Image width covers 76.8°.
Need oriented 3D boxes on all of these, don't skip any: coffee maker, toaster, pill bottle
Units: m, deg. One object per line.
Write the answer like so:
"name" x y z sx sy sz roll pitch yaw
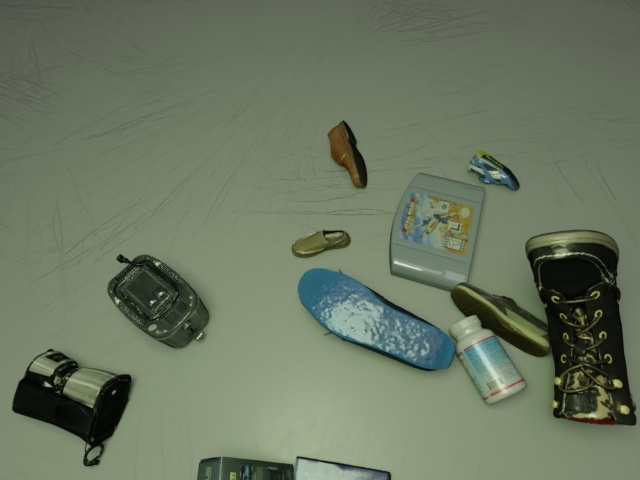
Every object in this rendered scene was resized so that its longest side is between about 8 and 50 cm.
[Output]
"coffee maker" -0.494 0.322 0.792 0.178 0.120 0.171 13 63 11
"toaster" -0.347 0.133 0.873 0.227 0.146 0.129 33 67 19
"pill bottle" 0.329 0.236 0.812 0.087 0.087 0.160 -21 62 -8

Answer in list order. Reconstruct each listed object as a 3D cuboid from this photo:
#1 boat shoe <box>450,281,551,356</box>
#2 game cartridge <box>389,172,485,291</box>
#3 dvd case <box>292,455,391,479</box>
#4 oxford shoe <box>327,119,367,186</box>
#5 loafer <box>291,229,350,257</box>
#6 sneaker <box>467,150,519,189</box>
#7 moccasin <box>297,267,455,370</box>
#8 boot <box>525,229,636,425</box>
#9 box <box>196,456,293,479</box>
"boat shoe" 0.387 0.156 0.863 0.223 0.080 0.073 35 59 13
"game cartridge" 0.278 -0.032 0.987 0.198 0.062 0.297 17 63 8
"dvd case" 0.024 0.530 0.702 0.180 0.022 0.253 7 61 6
"oxford shoe" 0.072 -0.225 1.108 0.076 0.076 0.212 -28 61 22
"loafer" 0.000 0.000 0.983 0.148 0.050 0.056 -16 61 -6
"sneaker" 0.453 -0.173 1.059 0.144 0.059 0.053 38 37 5
"moccasin" 0.102 0.179 0.846 0.342 0.117 0.137 31 79 14
"boot" 0.460 0.165 0.713 0.138 0.377 0.284 -7 63 32
"box" -0.120 0.478 0.638 0.059 0.183 0.232 -23 51 26
